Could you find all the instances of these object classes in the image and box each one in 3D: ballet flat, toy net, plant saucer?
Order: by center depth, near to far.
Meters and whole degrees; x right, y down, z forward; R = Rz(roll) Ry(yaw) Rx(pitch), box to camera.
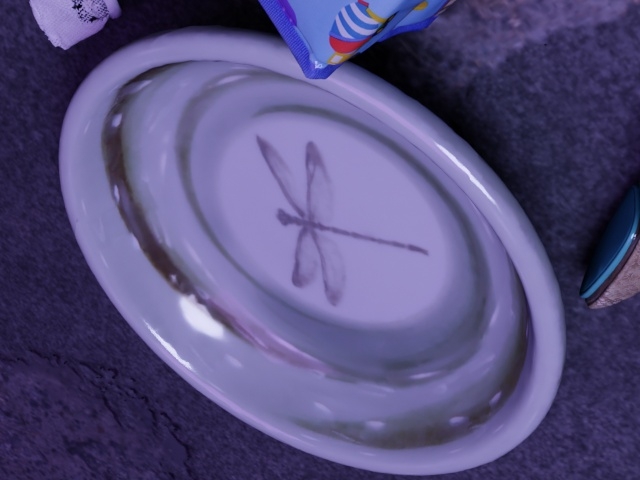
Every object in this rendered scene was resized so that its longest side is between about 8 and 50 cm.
[{"bbox_3d":[0.224,-0.022,0.813,0.067,0.073,0.206,16,138,2],"label":"ballet flat"},{"bbox_3d":[-0.142,-0.219,0.910,0.122,0.045,0.232,33,138,3],"label":"toy net"},{"bbox_3d":[0.000,0.000,0.942,0.400,0.100,0.400,21,139,19],"label":"plant saucer"}]

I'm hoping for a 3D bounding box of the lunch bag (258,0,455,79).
[{"bbox_3d":[0.007,-0.280,0.720,0.293,0.138,0.221,53,135,4],"label":"lunch bag"}]
